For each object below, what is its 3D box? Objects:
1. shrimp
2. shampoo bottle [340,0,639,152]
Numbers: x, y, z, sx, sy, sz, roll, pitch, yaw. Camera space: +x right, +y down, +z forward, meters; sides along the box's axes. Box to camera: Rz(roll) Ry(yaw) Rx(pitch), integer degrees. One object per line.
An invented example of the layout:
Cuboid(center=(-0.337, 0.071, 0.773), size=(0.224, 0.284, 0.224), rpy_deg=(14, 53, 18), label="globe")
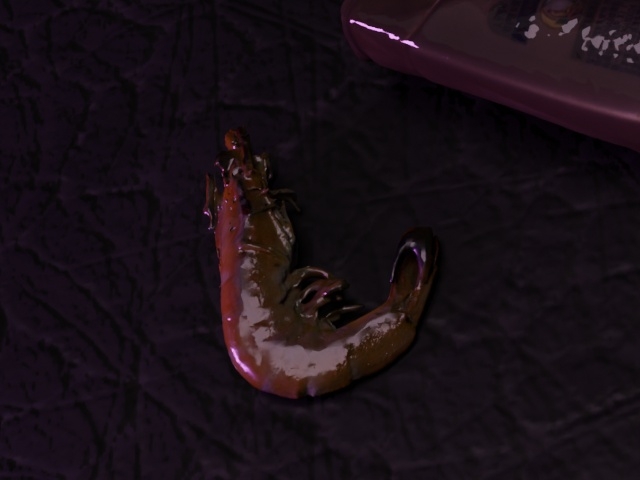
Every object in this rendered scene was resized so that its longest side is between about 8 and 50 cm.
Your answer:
Cuboid(center=(0.000, -0.001, 0.983), size=(0.124, 0.034, 0.178), rpy_deg=(-16, 56, 11), label="shrimp")
Cuboid(center=(0.178, -0.101, 0.936), size=(0.350, 0.084, 0.125), rpy_deg=(10, 61, 30), label="shampoo bottle")
